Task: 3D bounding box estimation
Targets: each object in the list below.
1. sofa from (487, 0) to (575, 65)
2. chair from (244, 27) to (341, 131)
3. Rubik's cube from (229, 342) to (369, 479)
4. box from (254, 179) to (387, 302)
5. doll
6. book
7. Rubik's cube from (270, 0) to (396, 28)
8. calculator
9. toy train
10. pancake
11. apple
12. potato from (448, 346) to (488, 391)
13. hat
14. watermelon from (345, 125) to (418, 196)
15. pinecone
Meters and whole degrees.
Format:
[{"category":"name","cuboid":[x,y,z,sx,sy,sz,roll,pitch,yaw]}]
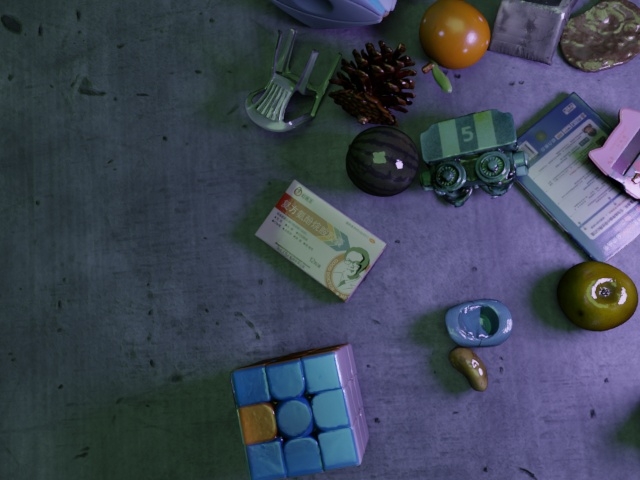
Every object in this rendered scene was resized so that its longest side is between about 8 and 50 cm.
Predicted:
[{"category":"sofa","cuboid":[0.636,-0.665,1.575,0.210,0.176,0.225,21,59,20]},{"category":"chair","cuboid":[-0.098,-0.486,1.648,0.203,0.190,0.274,31,118,13]},{"category":"Rubik's cube","cuboid":[-0.044,0.456,1.466,0.292,0.291,0.290,-14,81,9]},{"category":"box","cuboid":[0.000,0.000,1.630,0.353,0.069,0.214,36,90,11]},{"category":"doll","cuboid":[0.371,-0.578,1.569,0.213,0.213,0.236,40,105,12]},{"category":"book","cuboid":[0.756,-0.178,1.524,0.300,0.039,0.428,-40,78,4]},{"category":"Rubik's cube","cuboid":[0.026,-0.843,1.528,0.347,0.352,0.352,15,86,45]},{"category":"calculator","cuboid":[0.911,-0.203,1.458,0.330,0.048,0.220,36,89,9]},{"category":"toy train","cuboid":[0.427,-0.233,1.521,0.299,0.167,0.238,-9,76,20]},{"category":"pancake","cuboid":[0.823,-0.594,1.560,0.222,0.042,0.236,42,94,15]},{"category":"apple","cuboid":[0.739,0.149,1.430,0.197,0.157,0.196,-2,77,10]},{"category":"potato","cuboid":[0.420,0.355,1.495,0.070,0.091,0.138,-38,78,-10]},{"category":"hat","cuboid":[0.439,0.235,1.512,0.191,0.078,0.138,-4,69,-2]},{"category":"watermelon","cuboid":[0.176,-0.228,1.550,0.212,0.212,0.212,-1,83,10]},{"category":"pinecone","cuboid":[0.168,-0.458,1.568,0.264,0.264,0.264,-1,83,10]}]
